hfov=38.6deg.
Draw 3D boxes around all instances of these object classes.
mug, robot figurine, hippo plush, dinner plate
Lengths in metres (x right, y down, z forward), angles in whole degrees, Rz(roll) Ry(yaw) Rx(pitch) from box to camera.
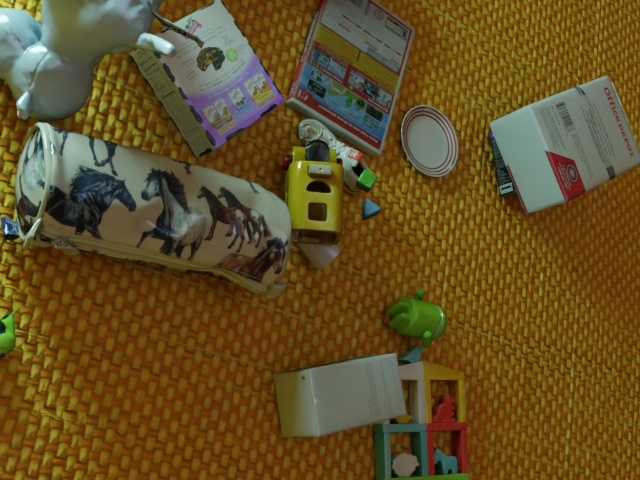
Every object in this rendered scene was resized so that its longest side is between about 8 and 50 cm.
[{"bbox_3d":[-0.003,0.003,1.526,0.064,0.062,0.078,45,35,-9],"label":"mug"},{"bbox_3d":[0.173,0.139,1.607,0.115,0.067,0.101,17,46,-31],"label":"robot figurine"},{"bbox_3d":[-0.336,-0.284,1.270,0.294,0.236,0.234,41,22,-3],"label":"hippo plush"},{"bbox_3d":[0.204,-0.187,1.733,0.141,0.017,0.141,8,76,-34],"label":"dinner plate"}]

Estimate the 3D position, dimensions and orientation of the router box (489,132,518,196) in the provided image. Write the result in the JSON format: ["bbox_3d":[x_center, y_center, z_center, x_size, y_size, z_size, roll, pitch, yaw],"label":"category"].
[{"bbox_3d":[0.431,-0.158,1.867,0.179,0.046,0.133,-2,80,-36],"label":"router box"}]

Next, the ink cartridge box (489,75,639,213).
[{"bbox_3d":[0.492,-0.193,1.817,0.273,0.114,0.196,-23,91,-36],"label":"ink cartridge box"}]

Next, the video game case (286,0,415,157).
[{"bbox_3d":[0.061,-0.319,1.657,0.204,0.025,0.285,29,64,-27],"label":"video game case"}]

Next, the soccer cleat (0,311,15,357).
[{"bbox_3d":[-0.479,0.109,1.170,0.179,0.060,0.072,15,61,-38],"label":"soccer cleat"}]

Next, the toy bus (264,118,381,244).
[{"bbox_3d":[-0.008,-0.091,1.464,0.191,0.104,0.202,-42,85,-16],"label":"toy bus"}]

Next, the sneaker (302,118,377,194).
[{"bbox_3d":[0.037,-0.151,1.571,0.161,0.075,0.057,50,57,-16],"label":"sneaker"}]

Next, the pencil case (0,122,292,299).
[{"bbox_3d":[-0.229,-0.028,1.305,0.411,0.160,0.183,15,63,-32],"label":"pencil case"}]

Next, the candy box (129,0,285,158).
[{"bbox_3d":[-0.177,-0.258,1.449,0.165,0.070,0.196,-40,104,-34],"label":"candy box"}]

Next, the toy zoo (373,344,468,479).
[{"bbox_3d":[0.175,0.329,1.589,0.192,0.030,0.293,7,76,-34],"label":"toy zoo"}]

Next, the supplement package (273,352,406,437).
[{"bbox_3d":[0.031,0.246,1.461,0.179,0.105,0.105,-4,83,-36],"label":"supplement package"}]
